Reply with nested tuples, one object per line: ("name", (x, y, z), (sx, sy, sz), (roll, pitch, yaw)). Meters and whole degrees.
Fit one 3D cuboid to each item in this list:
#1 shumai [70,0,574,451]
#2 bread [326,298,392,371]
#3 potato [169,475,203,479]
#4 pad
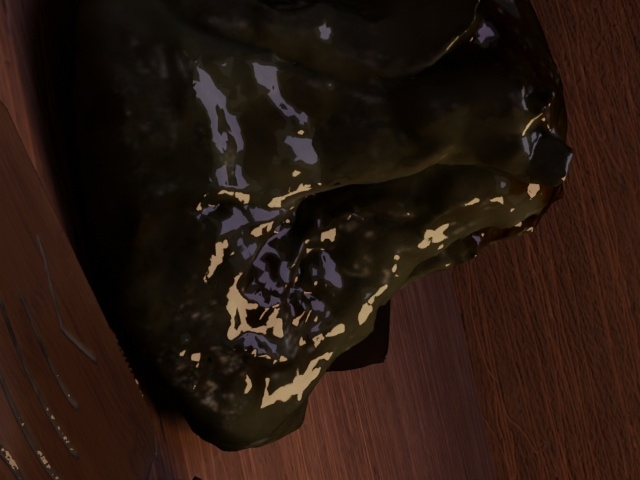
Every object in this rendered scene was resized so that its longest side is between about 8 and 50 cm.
("shumai", (0.019, -0.061, 0.933), (0.324, 0.323, 0.397), (-70, 147, -73))
("bread", (0.000, 0.000, 1.225), (0.212, 0.142, 0.224), (-108, -167, -45))
("potato", (-0.021, 0.247, 0.846), (0.178, 0.158, 0.203), (63, 14, -54))
("pad", (-0.156, 0.096, 0.674), (0.284, 0.018, 0.286), (-86, 159, -57))
